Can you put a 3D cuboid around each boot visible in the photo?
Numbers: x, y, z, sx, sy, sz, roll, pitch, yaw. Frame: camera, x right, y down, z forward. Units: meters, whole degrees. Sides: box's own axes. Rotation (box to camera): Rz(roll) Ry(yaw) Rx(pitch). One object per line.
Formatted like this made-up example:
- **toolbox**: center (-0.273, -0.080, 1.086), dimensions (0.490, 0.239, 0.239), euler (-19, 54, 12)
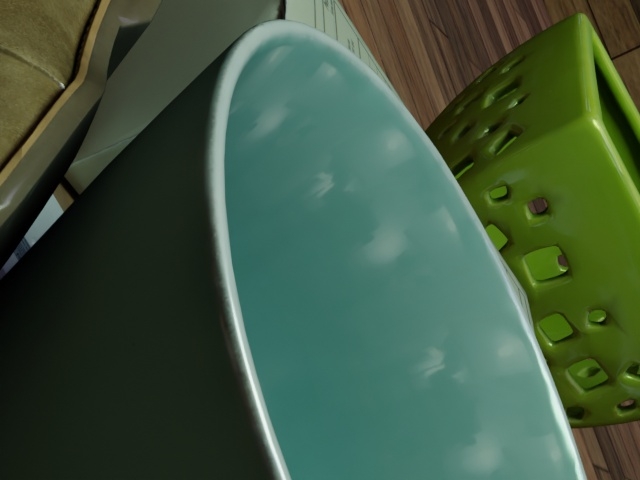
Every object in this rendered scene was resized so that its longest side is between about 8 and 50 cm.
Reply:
- **boot**: center (-0.142, -0.060, 0.655), dimensions (0.115, 0.112, 0.305), euler (34, 30, -15)

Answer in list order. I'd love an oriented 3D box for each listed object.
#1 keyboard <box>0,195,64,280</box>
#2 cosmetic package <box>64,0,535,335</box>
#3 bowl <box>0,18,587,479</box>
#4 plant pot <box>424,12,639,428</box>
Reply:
- **keyboard**: center (-0.124, 0.007, 0.744), dimensions (0.256, 0.014, 0.072), euler (61, 23, -14)
- **cosmetic package**: center (0.000, 0.000, 0.921), dimensions (0.296, 0.129, 0.153), euler (55, 21, -32)
- **bowl**: center (-0.021, 0.091, 0.654), dimensions (0.311, 0.163, 0.311), euler (50, 26, -36)
- **plant pot**: center (0.144, 0.006, 1.210), dimensions (0.228, 0.207, 0.227), euler (60, 18, -19)
